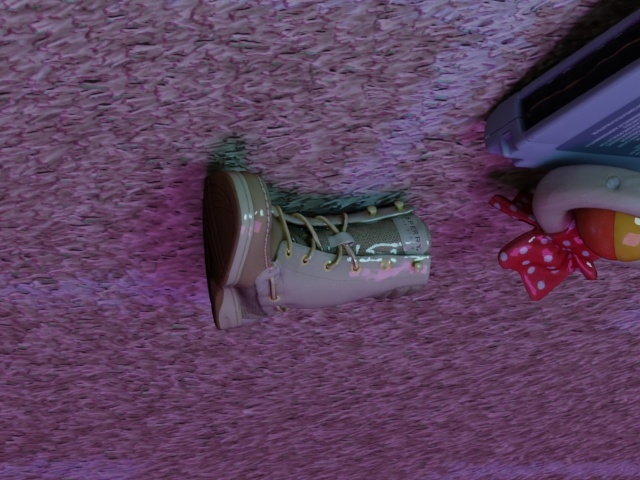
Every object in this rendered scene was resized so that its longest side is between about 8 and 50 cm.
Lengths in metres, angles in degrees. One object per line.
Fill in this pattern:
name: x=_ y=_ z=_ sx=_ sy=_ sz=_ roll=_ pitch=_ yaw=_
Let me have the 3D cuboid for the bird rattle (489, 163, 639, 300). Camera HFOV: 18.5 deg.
bird rattle: x=0.267 y=-0.018 z=1.738 sx=0.254 sy=0.143 sz=0.207 roll=20 pitch=162 yaw=22

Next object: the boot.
boot: x=0.000 y=0.000 z=1.758 sx=0.203 sy=0.095 sz=0.262 roll=-8 pitch=156 yaw=-7

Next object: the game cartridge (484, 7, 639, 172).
game cartridge: x=0.294 y=-0.127 z=1.624 sx=0.198 sy=0.062 sz=0.297 roll=-1 pitch=162 yaw=-30
